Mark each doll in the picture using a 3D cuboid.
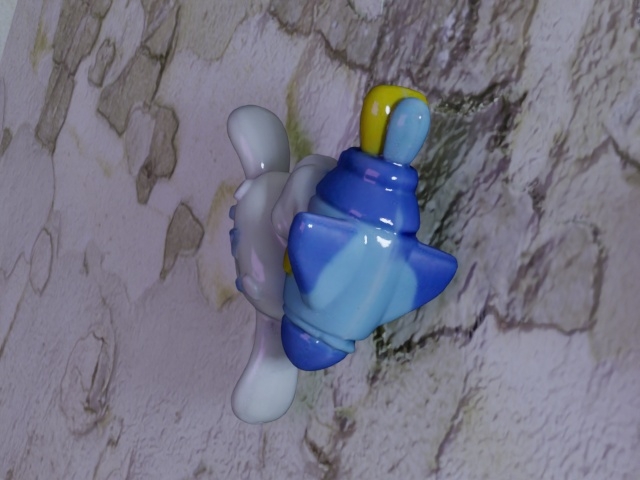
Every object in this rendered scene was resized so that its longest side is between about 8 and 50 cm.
[{"bbox_3d":[-0.007,0.002,1.127,0.365,0.187,0.376,-18,89,54],"label":"doll"}]
